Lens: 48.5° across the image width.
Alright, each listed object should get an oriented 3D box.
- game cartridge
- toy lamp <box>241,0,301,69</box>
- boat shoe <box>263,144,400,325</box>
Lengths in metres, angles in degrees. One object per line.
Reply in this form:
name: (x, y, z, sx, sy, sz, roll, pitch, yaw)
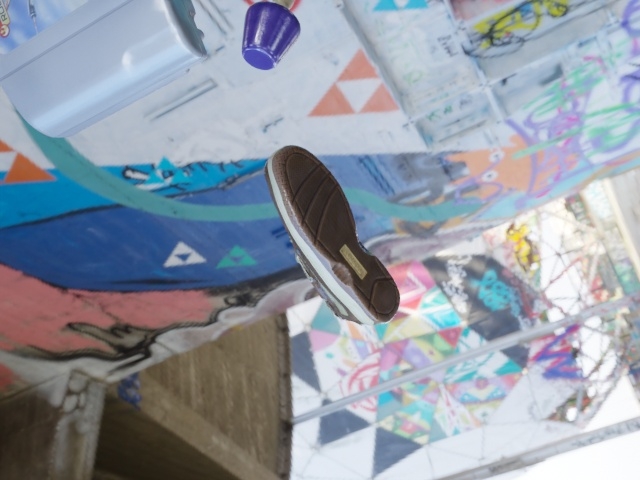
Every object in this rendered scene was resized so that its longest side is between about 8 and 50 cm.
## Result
game cartridge: (-0.233, -0.253, 0.620, 0.297, 0.198, 0.062, 68, -163, 2)
toy lamp: (-0.042, -0.354, 0.967, 0.080, 0.080, 0.274, 45, -125, -51)
boat shoe: (-0.005, 0.005, 0.891, 0.095, 0.095, 0.257, -41, -72, -37)
